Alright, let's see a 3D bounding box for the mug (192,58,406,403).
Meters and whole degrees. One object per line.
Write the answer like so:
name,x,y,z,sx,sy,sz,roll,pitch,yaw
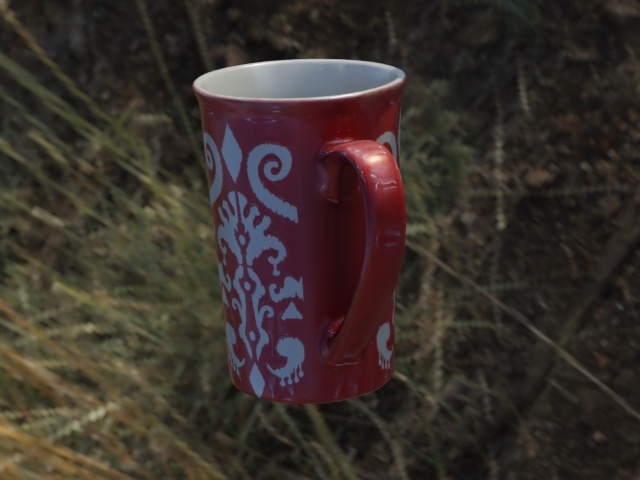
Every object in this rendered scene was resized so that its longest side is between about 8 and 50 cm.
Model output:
mug,-0.010,0.000,0.942,0.113,0.150,0.169,-1,107,3
